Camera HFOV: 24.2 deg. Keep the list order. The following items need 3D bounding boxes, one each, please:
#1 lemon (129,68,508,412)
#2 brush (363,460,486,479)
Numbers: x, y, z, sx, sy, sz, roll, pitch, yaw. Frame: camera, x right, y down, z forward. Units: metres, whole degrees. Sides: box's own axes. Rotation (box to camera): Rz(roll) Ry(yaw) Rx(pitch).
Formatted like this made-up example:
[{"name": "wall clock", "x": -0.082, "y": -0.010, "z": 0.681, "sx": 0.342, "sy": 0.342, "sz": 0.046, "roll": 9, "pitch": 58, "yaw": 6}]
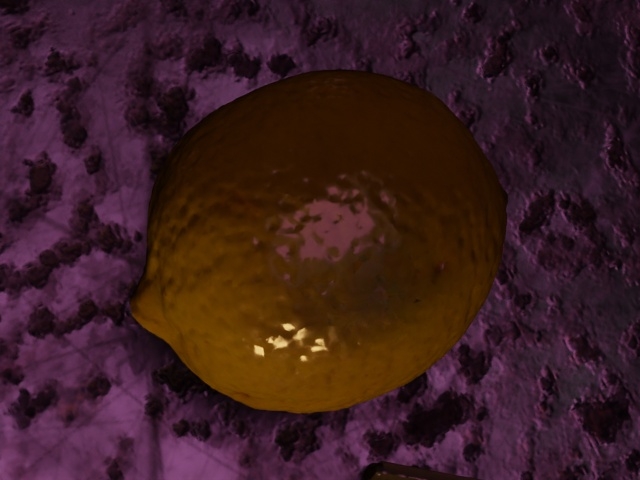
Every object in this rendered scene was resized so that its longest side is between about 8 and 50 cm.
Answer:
[{"name": "lemon", "x": 0.000, "y": -0.001, "z": 1.082, "sx": 0.267, "sy": 0.267, "sz": 0.267, "roll": 2, "pitch": 77, "yaw": -10}, {"name": "brush", "x": 0.172, "y": 0.214, "z": 1.165, "sx": 0.282, "sy": 0.054, "sz": 0.048, "roll": 10, "pitch": 84, "yaw": -8}]
